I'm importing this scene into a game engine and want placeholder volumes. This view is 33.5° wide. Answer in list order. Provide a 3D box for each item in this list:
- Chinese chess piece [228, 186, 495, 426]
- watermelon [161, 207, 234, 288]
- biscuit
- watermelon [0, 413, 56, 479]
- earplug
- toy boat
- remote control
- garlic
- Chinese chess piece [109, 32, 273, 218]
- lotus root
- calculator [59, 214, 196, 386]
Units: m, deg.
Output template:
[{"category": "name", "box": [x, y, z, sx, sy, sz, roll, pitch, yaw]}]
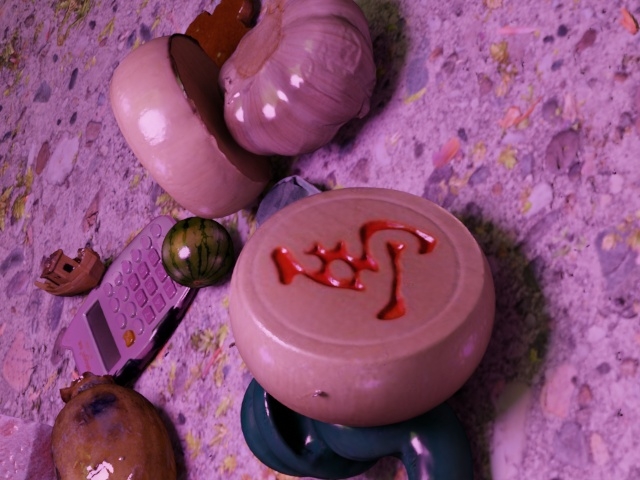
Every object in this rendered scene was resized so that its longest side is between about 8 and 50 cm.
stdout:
[{"category": "Chinese chess piece", "box": [0.041, 0.061, 1.068, 0.273, 0.102, 0.273, -2, 45, 2]}, {"category": "watermelon", "box": [-0.164, 0.013, 1.433, 0.109, 0.109, 0.109, -23, 57, 40]}, {"category": "biscuit", "box": [-0.169, -0.245, 1.598, 0.208, 0.041, 0.290, 28, 93, 49]}, {"category": "watermelon", "box": [-0.471, 0.311, 1.564, 0.213, 0.290, 0.320, -31, 30, -4]}, {"category": "earplug", "box": [0.029, 0.209, 1.115, 0.280, 0.164, 0.258, -22, 92, 54]}, {"category": "toy boat", "box": [-0.399, 0.049, 1.663, 0.206, 0.072, 0.064, -17, 43, 54]}, {"category": "remote control", "box": [0.000, 0.000, 1.289, 0.104, 0.052, 0.247, -59, 40, 7]}, {"category": "garlic", "box": [-0.022, -0.205, 1.330, 0.227, 0.152, 0.228, -23, 54, 36]}, {"category": "Chinese chess piece", "box": [-0.164, -0.149, 1.387, 0.103, 0.250, 0.250, -31, 50, 16]}, {"category": "lotus root", "box": [-0.279, 0.264, 1.402, 0.154, 0.154, 0.278, -52, 39, 17]}, {"category": "calculator", "box": [-0.271, 0.096, 1.558, 0.294, 0.043, 0.194, -50, 42, 15]}]
